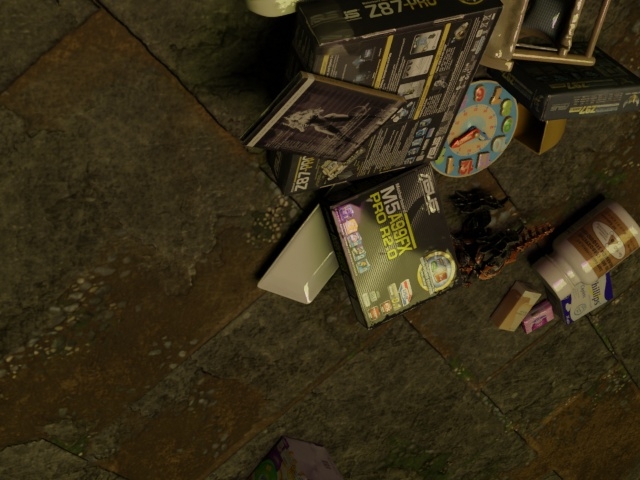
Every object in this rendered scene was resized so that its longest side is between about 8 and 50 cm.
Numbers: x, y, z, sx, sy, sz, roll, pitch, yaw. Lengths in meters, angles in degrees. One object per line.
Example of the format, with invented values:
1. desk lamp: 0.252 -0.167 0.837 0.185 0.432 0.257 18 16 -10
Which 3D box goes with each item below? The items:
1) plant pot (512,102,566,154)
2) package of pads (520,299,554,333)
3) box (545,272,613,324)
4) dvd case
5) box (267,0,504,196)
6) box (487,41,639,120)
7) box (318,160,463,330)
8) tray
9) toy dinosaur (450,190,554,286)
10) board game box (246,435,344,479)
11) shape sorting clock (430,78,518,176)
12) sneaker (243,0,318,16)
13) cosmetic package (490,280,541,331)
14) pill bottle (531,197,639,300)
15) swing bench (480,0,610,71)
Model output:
1. plant pot: 0.436 -0.230 1.936 0.083 0.081 0.081 -23 135 -29
2. package of pads: 0.514 0.182 2.352 0.083 0.032 0.050 -30 134 -5
3. box: 0.605 0.109 2.316 0.137 0.072 0.126 -31 136 -5
4. dvd case: 0.005 -0.188 1.539 0.221 0.018 0.164 5 144 -42
5. box: 0.094 -0.245 1.627 0.318 0.097 0.395 -17 153 -20
6. box: 0.453 -0.295 1.815 0.233 0.183 0.059 -10 130 -25
7. box: 0.137 0.006 1.866 0.216 0.060 0.270 -23 114 -14
8. tray: 0.000 0.000 1.904 0.145 0.030 0.270 23 112 -40
9. toy dinosaur: 0.327 0.012 2.056 0.322 0.164 0.218 -36 153 -25
10. board game box: -0.091 0.607 2.272 0.142 0.144 0.275 23 111 -40
11. shape sorting clock: 0.291 -0.211 1.891 0.206 0.040 0.206 -16 132 -18
12. sneaker: 0.038 -0.454 1.490 0.350 0.131 0.148 -23 119 -22
13. cosmetic package: 0.450 0.152 2.283 0.060 0.041 0.115 12 119 -37
14. pill bottle: 0.590 0.024 2.194 0.229 0.131 0.131 -39 135 4
15. swing bench: 0.354 -0.432 1.658 0.255 0.165 0.253 -8 130 -24
